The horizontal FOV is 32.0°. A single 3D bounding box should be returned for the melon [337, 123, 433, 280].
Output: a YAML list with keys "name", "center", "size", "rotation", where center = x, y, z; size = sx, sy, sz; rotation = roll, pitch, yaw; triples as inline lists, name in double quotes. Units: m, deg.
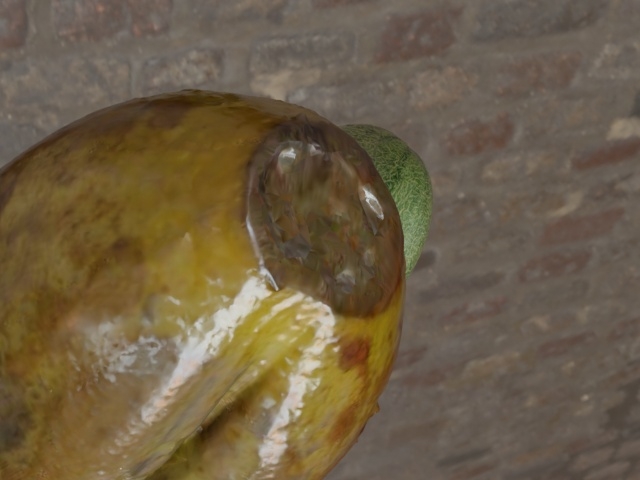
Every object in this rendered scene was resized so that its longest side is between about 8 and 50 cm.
- name: "melon"
  center: [0.000, 0.000, 0.824]
  size: [0.192, 0.139, 0.139]
  rotation: [-48, 142, -1]

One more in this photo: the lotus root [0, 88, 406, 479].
- name: "lotus root"
  center: [-0.045, 0.032, 0.481]
  size: [0.180, 0.199, 0.188]
  rotation: [-25, -179, 44]
